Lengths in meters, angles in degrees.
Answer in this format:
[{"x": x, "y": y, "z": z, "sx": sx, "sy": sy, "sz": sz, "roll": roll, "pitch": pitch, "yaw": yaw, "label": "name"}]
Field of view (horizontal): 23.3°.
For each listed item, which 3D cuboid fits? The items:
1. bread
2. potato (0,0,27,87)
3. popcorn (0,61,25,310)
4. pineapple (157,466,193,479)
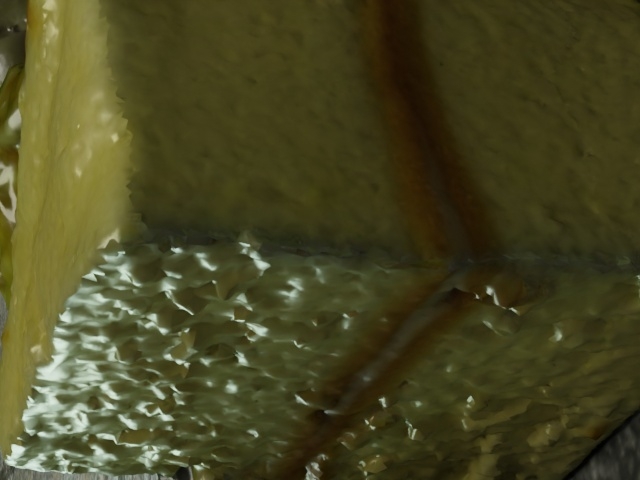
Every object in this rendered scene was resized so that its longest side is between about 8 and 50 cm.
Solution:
[{"x": 0.000, "y": 0.000, "z": 0.660, "sx": 0.236, "sy": 0.263, "sz": 0.198, "roll": 113, "pitch": 155, "yaw": -49, "label": "bread"}, {"x": -0.238, "y": -0.167, "z": 1.427, "sx": 0.221, "sy": 0.243, "sz": 0.326, "roll": -33, "pitch": 44, "yaw": 14, "label": "potato"}, {"x": -0.065, "y": -0.032, "z": 0.898, "sx": 0.282, "sy": 0.247, "sz": 0.282, "roll": 26, "pitch": 120, "yaw": 58, "label": "popcorn"}, {"x": -0.073, "y": 0.248, "z": 0.917, "sx": 0.223, "sy": 0.223, "sz": 0.357, "roll": -117, "pitch": 34, "yaw": -57, "label": "pineapple"}]
